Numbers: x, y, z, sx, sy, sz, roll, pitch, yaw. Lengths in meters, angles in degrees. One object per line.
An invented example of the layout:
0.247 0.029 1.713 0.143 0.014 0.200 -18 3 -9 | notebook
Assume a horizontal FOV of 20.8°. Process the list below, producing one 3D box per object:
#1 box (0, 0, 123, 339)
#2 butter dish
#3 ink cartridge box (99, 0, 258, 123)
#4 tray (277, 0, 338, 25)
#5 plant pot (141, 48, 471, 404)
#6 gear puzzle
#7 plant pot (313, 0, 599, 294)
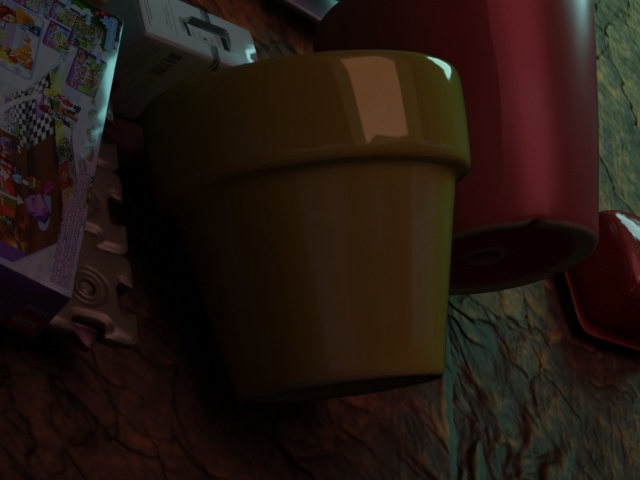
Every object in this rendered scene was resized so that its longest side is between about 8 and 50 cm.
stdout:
-0.250 -0.093 1.197 0.201 0.057 0.293 28 40 -23 | box
0.339 0.027 1.883 0.160 0.118 0.160 19 49 -45 | butter dish
-0.130 -0.145 1.423 0.135 0.099 0.056 18 47 -46 | ink cartridge box
0.035 -0.243 1.794 0.270 0.030 0.145 26 43 -39 | tray
0.000 0.000 1.361 0.254 0.254 0.239 3 76 -52 | plant pot
-0.230 -0.067 1.280 0.175 0.044 0.339 17 45 -32 | gear puzzle
0.139 -0.093 1.616 0.275 0.275 0.243 14 61 -47 | plant pot
